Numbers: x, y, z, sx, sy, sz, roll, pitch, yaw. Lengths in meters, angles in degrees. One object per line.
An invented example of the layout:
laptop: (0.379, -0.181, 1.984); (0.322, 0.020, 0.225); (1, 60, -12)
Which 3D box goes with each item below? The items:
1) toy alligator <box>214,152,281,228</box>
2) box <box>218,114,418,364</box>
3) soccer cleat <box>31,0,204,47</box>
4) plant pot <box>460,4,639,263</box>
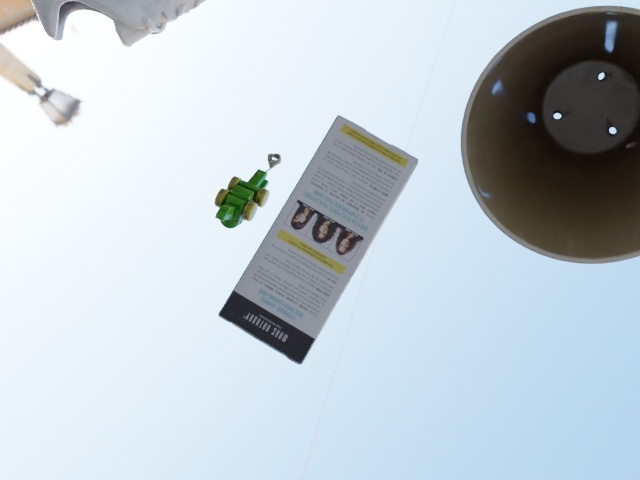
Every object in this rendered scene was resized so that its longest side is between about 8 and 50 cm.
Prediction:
toy alligator: (-0.104, -0.065, 1.025); (0.056, 0.051, 0.190); (24, -141, 9)
box: (0.000, 0.000, 0.745); (0.100, 0.060, 0.244); (30, -95, 5)
soccer cleat: (-0.197, -0.319, 0.889); (0.331, 0.143, 0.116); (-6, -174, -4)
plant pot: (0.315, -0.137, 0.819); (0.256, 0.257, 0.274); (-23, -173, 26)
